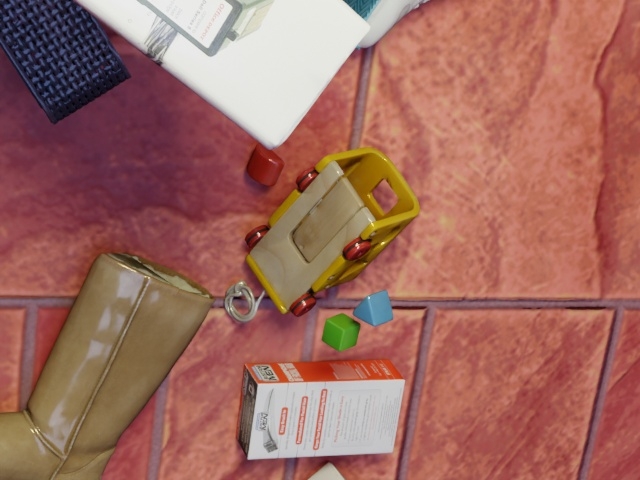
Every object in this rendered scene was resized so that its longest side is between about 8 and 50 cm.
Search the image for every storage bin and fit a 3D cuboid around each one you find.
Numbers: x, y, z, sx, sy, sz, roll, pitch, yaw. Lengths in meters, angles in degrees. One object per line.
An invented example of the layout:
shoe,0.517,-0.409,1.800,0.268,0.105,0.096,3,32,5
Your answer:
storage bin,-0.254,-0.206,1.301,0.084,0.122,0.180,-33,118,-4

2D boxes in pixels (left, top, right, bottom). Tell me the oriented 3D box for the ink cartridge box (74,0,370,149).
ink cartridge box,-0.122,-0.204,1.018,0.273,0.198,0.115,37,95,-29

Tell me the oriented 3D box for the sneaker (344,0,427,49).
sneaker,0.108,-0.271,1.425,0.092,0.087,0.228,34,99,-30

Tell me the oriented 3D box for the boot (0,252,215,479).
boot,-0.265,0.127,1.461,0.236,0.089,0.269,22,103,-36

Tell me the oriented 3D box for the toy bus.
toy bus,0.009,-0.002,1.485,0.104,0.202,0.191,-16,112,-47

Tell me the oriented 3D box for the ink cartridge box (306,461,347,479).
ink cartridge box,-0.014,0.379,1.642,0.219,0.092,0.160,-40,119,-1

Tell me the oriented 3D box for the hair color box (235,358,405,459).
hair color box,-0.001,0.181,1.589,0.167,0.053,0.093,0,112,-21
